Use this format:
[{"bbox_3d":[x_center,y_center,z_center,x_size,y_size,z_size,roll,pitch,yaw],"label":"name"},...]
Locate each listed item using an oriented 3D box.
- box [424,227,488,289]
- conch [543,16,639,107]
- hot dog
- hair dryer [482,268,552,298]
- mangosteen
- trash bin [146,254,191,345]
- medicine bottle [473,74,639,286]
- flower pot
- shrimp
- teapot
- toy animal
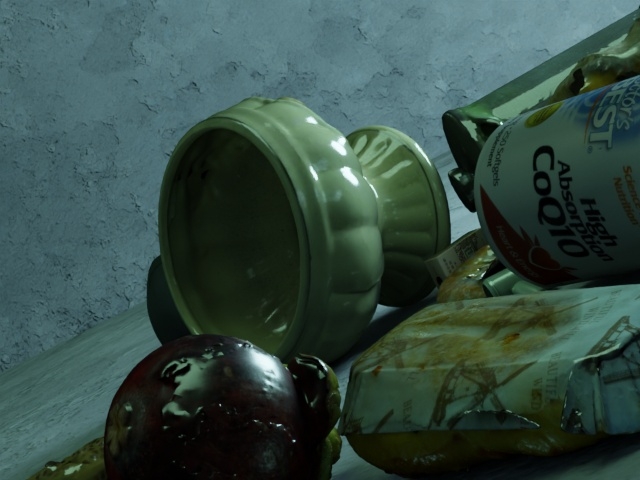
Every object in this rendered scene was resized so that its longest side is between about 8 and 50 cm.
[{"bbox_3d":[0.156,0.027,1.549,0.083,0.053,0.024,-33,8,-37],"label":"box"},{"bbox_3d":[0.348,-0.120,1.368,0.324,0.186,0.263,-41,16,26],"label":"conch"},{"bbox_3d":[0.128,0.090,0.915,0.270,0.082,0.162,-11,24,47],"label":"hot dog"},{"bbox_3d":[0.195,0.045,1.289,0.063,0.038,0.124,-28,11,-8],"label":"hair dryer"},{"bbox_3d":[-0.062,0.142,1.017,0.180,0.166,0.166,-2,-10,-32],"label":"mangosteen"},{"bbox_3d":[-0.112,0.068,1.859,0.236,0.177,0.101,-28,1,-41],"label":"trash bin"},{"bbox_3d":[0.271,-0.057,1.153,0.157,0.157,0.288,-31,9,-35],"label":"medicine bottle"},{"bbox_3d":[-0.012,-0.013,1.579,0.244,0.308,0.307,-11,-7,-40],"label":"flower pot"},{"bbox_3d":[0.215,0.006,1.478,0.219,0.046,0.152,-35,7,-31],"label":"shrimp"},{"bbox_3d":[0.309,-0.127,1.676,0.337,0.200,0.270,-29,-21,-4],"label":"teapot"},{"bbox_3d":[-0.217,0.225,1.493,0.275,0.054,0.149,-30,2,6],"label":"toy animal"}]
